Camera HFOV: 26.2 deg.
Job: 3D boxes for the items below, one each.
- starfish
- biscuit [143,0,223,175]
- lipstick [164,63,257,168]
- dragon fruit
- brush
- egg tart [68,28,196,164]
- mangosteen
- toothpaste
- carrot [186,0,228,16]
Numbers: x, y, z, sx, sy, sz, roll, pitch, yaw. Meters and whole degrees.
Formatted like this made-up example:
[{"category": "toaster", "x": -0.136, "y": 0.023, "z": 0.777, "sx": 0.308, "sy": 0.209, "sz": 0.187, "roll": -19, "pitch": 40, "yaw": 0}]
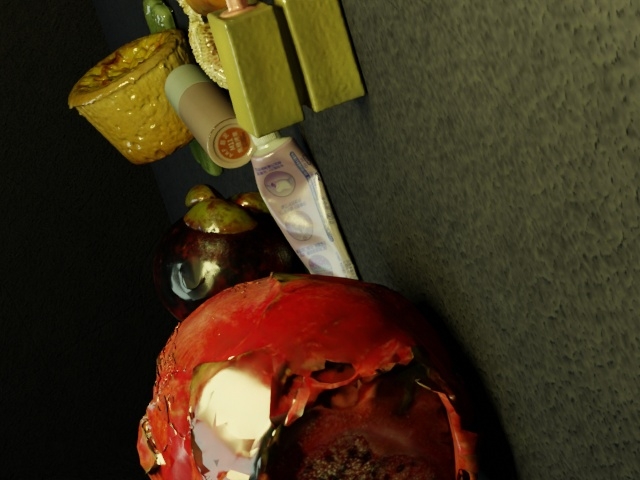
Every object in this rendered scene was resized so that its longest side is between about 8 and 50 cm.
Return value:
[{"category": "starfish", "x": -0.133, "y": -0.261, "z": 1.575, "sx": 0.238, "sy": 0.071, "sz": 0.216, "roll": 69, "pitch": 179, "yaw": -49}, {"category": "biscuit", "x": -0.218, "y": -0.240, "z": 2.182, "sx": 0.099, "sy": 0.038, "sz": 0.322, "roll": 52, "pitch": 162, "yaw": 50}, {"category": "lipstick", "x": -0.149, "y": -0.170, "z": 1.842, "sx": 0.254, "sy": 0.070, "sz": 0.070, "roll": -129, "pitch": 19, "yaw": -61}, {"category": "dragon fruit", "x": -0.008, "y": 0.169, "z": 1.197, "sx": 0.301, "sy": 0.295, "sz": 0.296, "roll": -8, "pitch": 105, "yaw": 68}, {"category": "brush", "x": -0.044, "y": -0.206, "z": 1.075, "sx": 0.047, "sy": 0.103, "sz": 0.233, "roll": -135, "pitch": 26, "yaw": -61}, {"category": "egg tart", "x": -0.258, "y": -0.204, "z": 2.032, "sx": 0.147, "sy": 0.202, "sz": 0.202, "roll": 61, "pitch": 174, "yaw": -22}, {"category": "mangosteen", "x": -0.124, "y": 0.029, "z": 1.819, "sx": 0.210, "sy": 0.210, "sz": 0.210, "roll": 158, "pitch": 90, "yaw": -81}, {"category": "toothpaste", "x": 0.000, "y": 0.000, "z": 1.471, "sx": 0.075, "sy": 0.048, "sz": 0.301, "roll": -11, "pitch": 110, "yaw": 53}, {"category": "carrot", "x": -0.099, "y": -0.260, "z": 1.380, "sx": 0.225, "sy": 0.067, "sz": 0.067, "roll": -151, "pitch": 39, "yaw": -79}]
